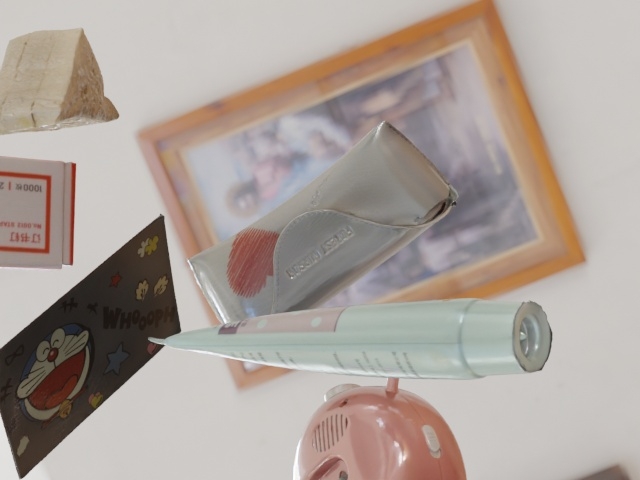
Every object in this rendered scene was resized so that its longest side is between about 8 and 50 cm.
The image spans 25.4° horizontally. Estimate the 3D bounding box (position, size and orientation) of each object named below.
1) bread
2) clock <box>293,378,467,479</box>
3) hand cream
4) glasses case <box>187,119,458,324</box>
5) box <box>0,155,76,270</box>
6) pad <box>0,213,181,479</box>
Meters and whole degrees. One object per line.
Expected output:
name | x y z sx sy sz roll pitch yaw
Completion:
bread | -0.234 -0.106 1.229 0.152 0.077 0.105 -86 -15 -53
clock | 0.046 0.264 1.508 0.142 0.227 0.241 5 -127 -32
hand cream | 0.016 0.078 1.057 0.085 0.331 0.058 1 -96 -50
glasses case | -0.001 -0.002 1.573 0.128 0.308 0.083 53 -175 -12
box | -0.372 -0.032 1.483 0.050 0.229 0.123 -10 77 62
pad | -0.223 0.101 1.385 0.006 0.245 0.170 23 137 28
